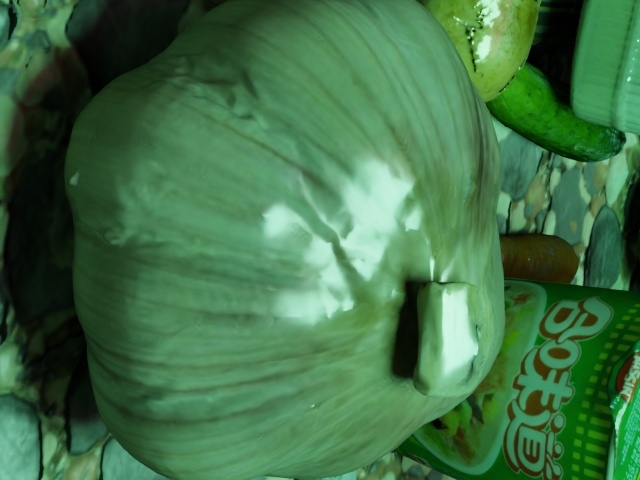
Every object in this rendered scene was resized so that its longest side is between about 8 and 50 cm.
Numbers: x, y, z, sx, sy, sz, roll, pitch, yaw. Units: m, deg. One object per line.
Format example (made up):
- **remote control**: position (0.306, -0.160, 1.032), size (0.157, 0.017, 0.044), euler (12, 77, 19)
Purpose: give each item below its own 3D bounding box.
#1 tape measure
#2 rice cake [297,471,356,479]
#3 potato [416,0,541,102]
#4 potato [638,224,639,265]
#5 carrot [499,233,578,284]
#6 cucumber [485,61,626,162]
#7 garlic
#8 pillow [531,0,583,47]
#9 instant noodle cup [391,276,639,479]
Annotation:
- **tape measure**: position (0.268, -0.186, 1.524), size (0.235, 0.115, 0.207), euler (-20, 121, -65)
- **rice cake**: position (0.006, 0.177, 1.405), size (0.043, 0.034, 0.211), euler (-27, 124, -44)
- **potato**: position (0.117, -0.184, 1.390), size (0.107, 0.080, 0.170), euler (16, 90, -44)
- **potato**: position (0.377, -0.008, 1.763), size (0.174, 0.159, 0.251), euler (-59, 159, 18)
- **carrot**: position (0.134, 0.011, 1.523), size (0.216, 0.048, 0.048), euler (8, 95, -51)
- **cucumber**: position (0.184, -0.097, 1.540), size (0.250, 0.056, 0.056), euler (21, 85, -54)
- **garlic**: position (-0.014, -0.005, 1.160), size (0.322, 0.241, 0.322), euler (26, 59, -55)
- **pillow**: position (0.190, -0.247, 1.506), size (0.113, 0.038, 0.203), euler (-10, 111, -54)
- **instant noodle cup**: position (0.161, 0.108, 1.424), size (0.207, 0.232, 0.207), euler (-24, 121, -48)
